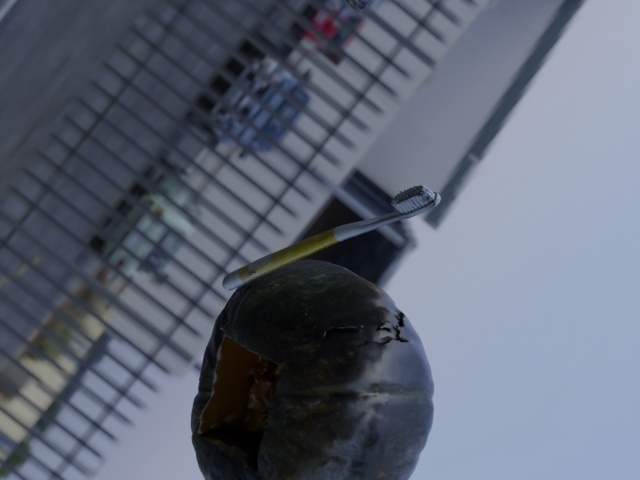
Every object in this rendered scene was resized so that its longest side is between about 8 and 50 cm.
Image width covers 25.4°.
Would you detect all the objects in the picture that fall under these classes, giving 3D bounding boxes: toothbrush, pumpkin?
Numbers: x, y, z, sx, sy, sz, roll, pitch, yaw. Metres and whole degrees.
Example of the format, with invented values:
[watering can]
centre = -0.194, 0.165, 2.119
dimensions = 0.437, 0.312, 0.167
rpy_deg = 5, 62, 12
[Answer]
[toothbrush]
centre = 0.000, 0.000, 1.382
dimensions = 0.288, 0.024, 0.021
rpy_deg = -23, -141, 39
[pumpkin]
centre = -0.014, 0.180, 1.558
dimensions = 0.320, 0.192, 0.320
rpy_deg = -9, -102, 52

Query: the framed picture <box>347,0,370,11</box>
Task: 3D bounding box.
[framed picture]
centre = 0.038, -0.347, 0.967
dimensions = 0.013, 0.244, 0.324
rpy_deg = -5, -140, 43
